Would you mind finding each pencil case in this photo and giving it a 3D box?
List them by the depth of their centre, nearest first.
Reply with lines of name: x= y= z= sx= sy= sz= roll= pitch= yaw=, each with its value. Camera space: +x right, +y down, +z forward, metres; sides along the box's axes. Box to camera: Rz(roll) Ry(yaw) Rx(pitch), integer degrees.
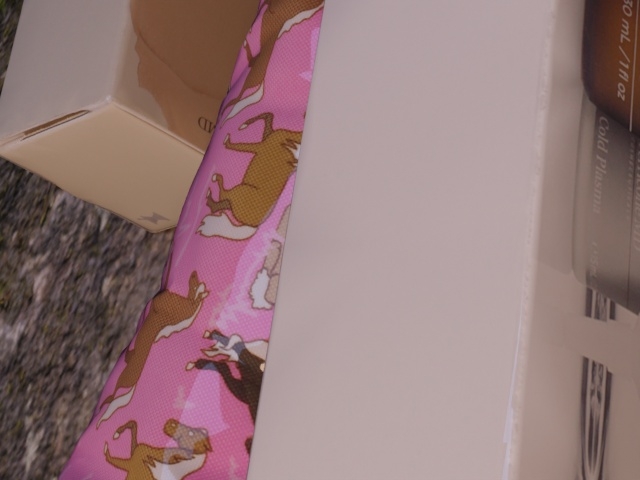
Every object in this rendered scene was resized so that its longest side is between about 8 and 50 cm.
pencil case: x=0.000 y=0.000 z=0.690 sx=0.160 sy=0.167 sz=0.386 roll=20 pitch=81 yaw=14

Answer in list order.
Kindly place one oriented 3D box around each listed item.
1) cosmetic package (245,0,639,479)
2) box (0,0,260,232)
cosmetic package: x=0.127 y=-0.018 z=0.468 sx=0.097 sy=0.284 sz=0.377 roll=-13 pitch=59 yaw=41
box: x=-0.099 y=-0.178 z=0.901 sx=0.121 sy=0.148 sz=0.311 roll=-15 pitch=59 yaw=39
